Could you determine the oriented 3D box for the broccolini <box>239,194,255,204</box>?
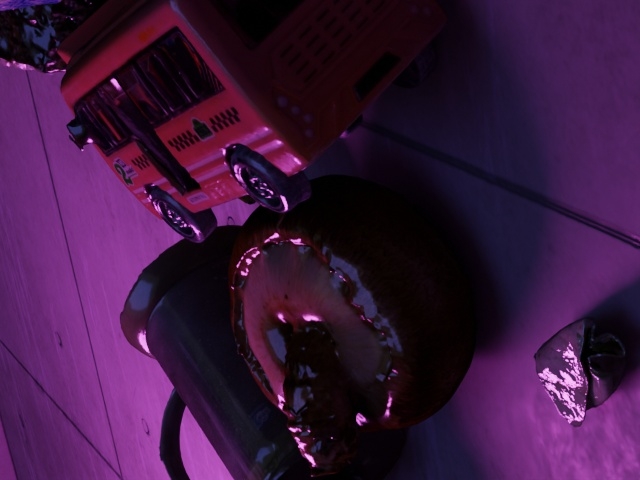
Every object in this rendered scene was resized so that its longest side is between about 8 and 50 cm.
[{"bbox_3d":[-0.122,-0.066,1.755,0.140,0.035,0.030,31,139,53],"label":"broccolini"}]

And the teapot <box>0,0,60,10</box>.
[{"bbox_3d":[-0.339,-0.295,1.454,0.232,0.159,0.159,49,149,48],"label":"teapot"}]

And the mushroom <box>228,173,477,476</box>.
[{"bbox_3d":[0.027,0.076,1.375,0.297,0.163,0.278,-7,88,55],"label":"mushroom"}]

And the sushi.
[{"bbox_3d":[-0.362,-0.315,1.877,0.350,0.210,0.171,18,120,54],"label":"sushi"}]

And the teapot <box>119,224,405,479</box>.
[{"bbox_3d":[-0.076,0.185,1.607,0.270,0.200,0.337,-50,55,16],"label":"teapot"}]

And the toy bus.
[{"bbox_3d":[-0.084,-0.154,1.306,0.233,0.203,0.427,48,159,-12],"label":"toy bus"}]

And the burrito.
[{"bbox_3d":[0.212,0.100,1.150,0.074,0.044,0.118,62,157,13],"label":"burrito"}]
